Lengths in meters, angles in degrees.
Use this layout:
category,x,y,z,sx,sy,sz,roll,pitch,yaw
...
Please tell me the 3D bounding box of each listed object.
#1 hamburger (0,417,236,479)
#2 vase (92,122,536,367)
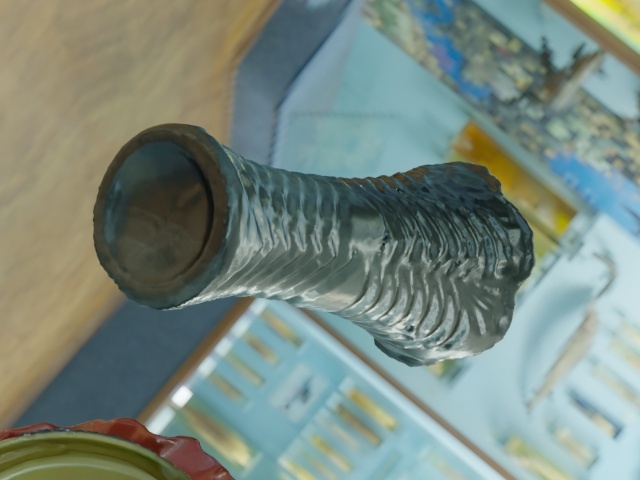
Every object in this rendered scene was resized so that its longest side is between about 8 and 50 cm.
category,x,y,z,sx,sy,sz,roll,pitch,yaw
hamburger,-0.097,0.162,0.655,0.175,0.175,0.137,-49,162,-17
vase,0.000,0.000,0.760,0.115,0.115,0.237,-52,150,16
